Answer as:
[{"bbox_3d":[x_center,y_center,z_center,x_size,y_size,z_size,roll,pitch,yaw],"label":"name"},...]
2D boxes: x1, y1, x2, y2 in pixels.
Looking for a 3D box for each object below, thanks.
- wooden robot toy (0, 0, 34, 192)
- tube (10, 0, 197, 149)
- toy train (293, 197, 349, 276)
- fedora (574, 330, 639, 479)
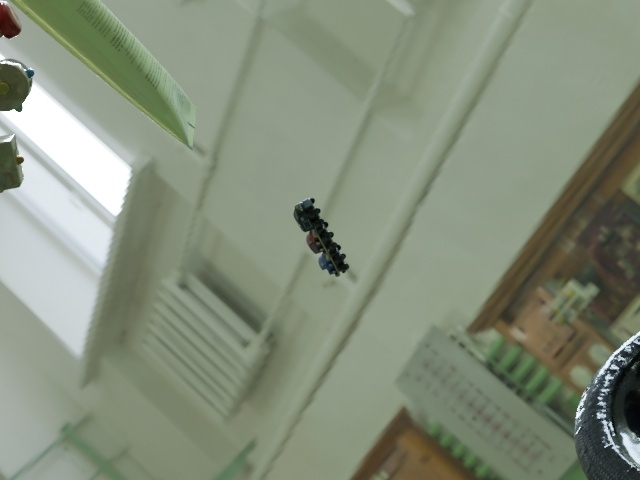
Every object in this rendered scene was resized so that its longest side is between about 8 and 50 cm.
[{"bbox_3d":[-0.206,-0.115,0.719,0.076,0.173,0.079,-26,15,0],"label":"wooden robot toy"},{"bbox_3d":[-0.206,-0.184,1.209,0.062,0.240,0.070,-7,47,54],"label":"tube"},{"bbox_3d":[0.000,0.000,1.593,0.036,0.027,0.158,-23,-38,6],"label":"toy train"},{"bbox_3d":[0.418,0.204,1.262,0.334,0.153,0.334,-21,26,11],"label":"fedora"}]
